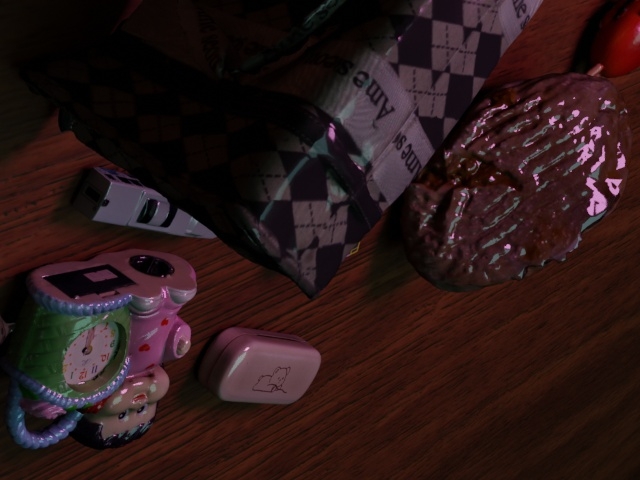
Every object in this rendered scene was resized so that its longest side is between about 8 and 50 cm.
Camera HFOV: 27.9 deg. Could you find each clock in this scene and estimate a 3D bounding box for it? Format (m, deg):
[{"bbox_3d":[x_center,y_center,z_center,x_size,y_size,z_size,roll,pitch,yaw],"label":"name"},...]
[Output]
[{"bbox_3d":[-0.215,0.113,1.223,0.194,0.100,0.195,-13,127,-46],"label":"clock"}]

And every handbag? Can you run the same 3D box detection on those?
[{"bbox_3d":[-0.015,-0.196,1.014,0.416,0.317,0.180,-53,144,-13],"label":"handbag"}]

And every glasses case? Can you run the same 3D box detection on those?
[{"bbox_3d":[-0.069,0.149,1.520,0.083,0.050,0.196,-60,151,10],"label":"glasses case"}]

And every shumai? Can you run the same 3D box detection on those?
[{"bbox_3d":[0.250,-0.081,1.713,0.346,0.217,0.283,-46,-178,2],"label":"shumai"}]

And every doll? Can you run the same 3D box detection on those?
[{"bbox_3d":[0.423,-0.272,1.814,0.183,0.085,0.217,-48,167,-12],"label":"doll"}]

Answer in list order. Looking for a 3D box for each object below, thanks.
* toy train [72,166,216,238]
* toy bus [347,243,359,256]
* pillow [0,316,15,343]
[{"bbox_3d":[-0.148,-0.031,1.228,0.207,0.047,0.043,10,111,-57],"label":"toy train"},{"bbox_3d":[0.000,0.000,1.477,0.102,0.052,0.058,-26,138,-45],"label":"toy bus"},{"bbox_3d":[-0.307,0.060,1.076,0.093,0.051,0.241,-39,144,-28],"label":"pillow"}]
